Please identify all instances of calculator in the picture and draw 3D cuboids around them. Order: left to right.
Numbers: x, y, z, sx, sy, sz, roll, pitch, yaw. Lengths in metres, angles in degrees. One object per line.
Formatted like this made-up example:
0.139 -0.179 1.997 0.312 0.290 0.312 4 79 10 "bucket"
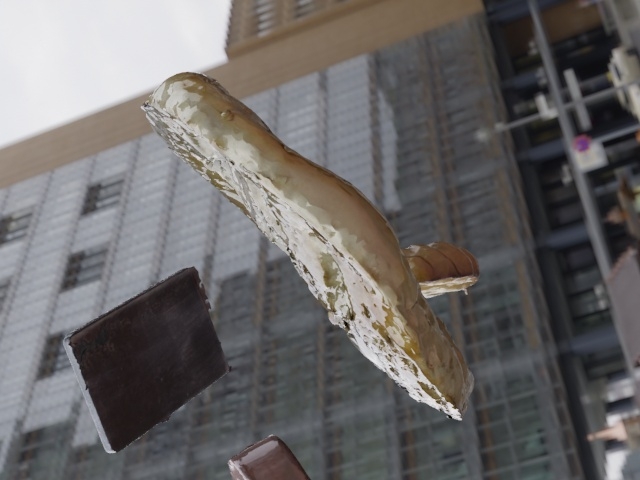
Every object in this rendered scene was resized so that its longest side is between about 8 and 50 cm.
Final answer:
-0.213 0.146 1.560 0.261 0.021 0.161 -31 -75 -54 "calculator"

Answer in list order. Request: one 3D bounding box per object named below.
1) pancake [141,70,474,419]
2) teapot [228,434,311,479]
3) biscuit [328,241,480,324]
-0.001 -0.001 1.050 0.387 0.082 0.387 46 177 3 "pancake"
0.043 0.349 1.002 0.376 0.305 0.362 54 161 25 "teapot"
0.096 0.039 1.374 0.118 0.183 0.061 114 141 -70 "biscuit"
